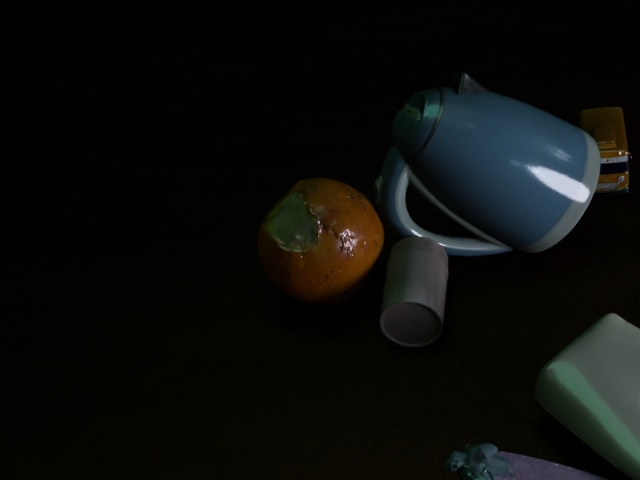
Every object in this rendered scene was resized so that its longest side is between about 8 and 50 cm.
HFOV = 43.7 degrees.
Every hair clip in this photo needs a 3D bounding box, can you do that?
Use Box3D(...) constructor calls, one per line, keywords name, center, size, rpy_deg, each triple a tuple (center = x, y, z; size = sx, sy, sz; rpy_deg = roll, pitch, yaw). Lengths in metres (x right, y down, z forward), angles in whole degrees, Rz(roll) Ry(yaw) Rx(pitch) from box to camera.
Box3D(name="hair clip", center=(0.332, 0.341, 0.997), size=(0.359, 0.110, 0.095), rpy_deg=(12, 82, 27))

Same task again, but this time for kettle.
Box3D(name="kettle", center=(0.266, -0.117, 1.429), size=(0.342, 0.319, 0.247), rpy_deg=(22, 13, -18))

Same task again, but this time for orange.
Box3D(name="orange", center=(0.000, 0.000, 1.463), size=(0.240, 0.240, 0.240), rpy_deg=(-10, 34, 7))

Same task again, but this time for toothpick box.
Box3D(name="toothpick box", center=(0.165, 0.086, 1.390), size=(0.111, 0.111, 0.180), rpy_deg=(-4, 36, 15))

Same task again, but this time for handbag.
Box3D(name="handbag", center=(0.467, 0.232, 1.073), size=(0.241, 0.109, 0.315), rpy_deg=(-32, 41, -26))

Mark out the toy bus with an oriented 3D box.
Box3D(name="toy bus", center=(0.576, -0.184, 1.621), size=(0.098, 0.114, 0.201), rpy_deg=(-2, 36, 19))
